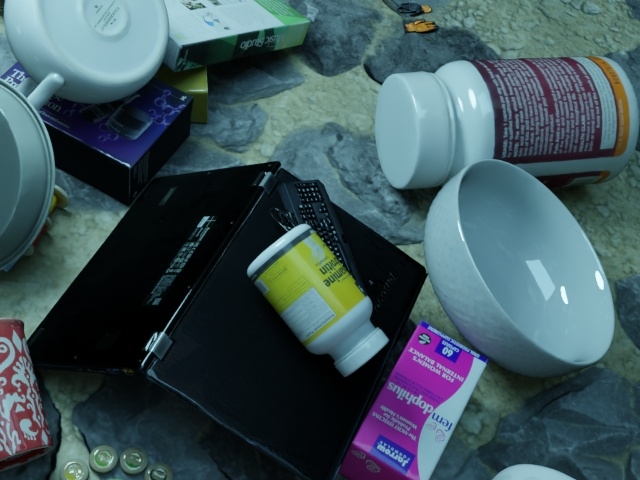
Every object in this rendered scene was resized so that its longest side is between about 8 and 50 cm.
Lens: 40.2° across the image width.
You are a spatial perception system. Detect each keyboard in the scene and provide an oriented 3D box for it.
[{"bbox_3d":[0.000,0.000,1.187,0.100,0.038,0.192,-11,69,-32],"label":"keyboard"}]

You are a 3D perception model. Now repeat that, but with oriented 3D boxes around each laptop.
[{"bbox_3d":[-0.130,0.101,1.224,0.408,0.236,0.382,-3,42,36],"label":"laptop"}]

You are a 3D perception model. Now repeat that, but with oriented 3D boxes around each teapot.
[{"bbox_3d":[-0.364,-0.306,1.293,0.256,0.187,0.252,-16,94,-42],"label":"teapot"}]

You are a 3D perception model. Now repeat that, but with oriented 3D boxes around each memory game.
[{"bbox_3d":[-0.261,0.344,1.096,0.186,0.012,0.186,7,55,-10],"label":"memory game"}]

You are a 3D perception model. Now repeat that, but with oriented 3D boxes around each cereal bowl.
[{"bbox_3d":[0.277,0.054,1.311,0.339,0.141,0.338,23,49,-30],"label":"cereal bowl"}]

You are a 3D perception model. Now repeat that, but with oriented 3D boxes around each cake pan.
[{"bbox_3d":[-0.506,-0.091,1.195,0.293,0.054,0.293,0,91,14],"label":"cake pan"}]

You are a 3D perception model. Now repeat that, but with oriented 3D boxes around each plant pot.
[{"bbox_3d":[-0.232,-0.251,1.469,0.083,0.081,0.081,-3,57,-8],"label":"plant pot"}]

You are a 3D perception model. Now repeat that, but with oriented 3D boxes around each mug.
[{"bbox_3d":[-0.415,0.205,1.106,0.113,0.150,0.169,-5,65,-49],"label":"mug"}]

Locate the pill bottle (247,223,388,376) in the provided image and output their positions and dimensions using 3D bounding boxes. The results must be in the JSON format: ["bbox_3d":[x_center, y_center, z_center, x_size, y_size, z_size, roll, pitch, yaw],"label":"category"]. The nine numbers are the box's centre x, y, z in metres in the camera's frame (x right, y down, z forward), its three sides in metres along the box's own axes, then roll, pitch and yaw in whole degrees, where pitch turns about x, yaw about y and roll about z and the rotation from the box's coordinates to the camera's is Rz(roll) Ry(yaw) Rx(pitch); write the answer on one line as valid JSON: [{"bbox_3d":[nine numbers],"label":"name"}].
[{"bbox_3d":[0.000,0.077,1.103,0.103,0.103,0.184,-38,87,-31],"label":"pill bottle"}]

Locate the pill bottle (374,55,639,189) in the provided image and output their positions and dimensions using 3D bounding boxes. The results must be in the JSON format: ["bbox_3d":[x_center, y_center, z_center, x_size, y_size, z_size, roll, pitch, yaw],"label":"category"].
[{"bbox_3d":[0.305,-0.192,1.468,0.392,0.224,0.224,-5,58,-17],"label":"pill bottle"}]

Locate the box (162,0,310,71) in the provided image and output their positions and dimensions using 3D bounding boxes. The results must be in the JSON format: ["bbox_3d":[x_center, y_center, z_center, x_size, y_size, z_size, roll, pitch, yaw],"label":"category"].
[{"bbox_3d":[-0.205,-0.400,1.525,0.232,0.058,0.322,41,41,22],"label":"box"}]

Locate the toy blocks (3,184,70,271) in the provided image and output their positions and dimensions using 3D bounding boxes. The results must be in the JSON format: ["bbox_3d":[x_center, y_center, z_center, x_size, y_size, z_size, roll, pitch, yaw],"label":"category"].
[{"bbox_3d":[-0.458,-0.032,1.278,0.123,0.054,0.148,25,55,3],"label":"toy blocks"}]

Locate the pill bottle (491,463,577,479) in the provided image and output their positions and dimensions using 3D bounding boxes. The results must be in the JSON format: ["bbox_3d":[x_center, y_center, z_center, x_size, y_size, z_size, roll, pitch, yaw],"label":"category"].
[{"bbox_3d":[0.177,0.464,0.986,0.408,0.229,0.229,-36,71,-30],"label":"pill bottle"}]

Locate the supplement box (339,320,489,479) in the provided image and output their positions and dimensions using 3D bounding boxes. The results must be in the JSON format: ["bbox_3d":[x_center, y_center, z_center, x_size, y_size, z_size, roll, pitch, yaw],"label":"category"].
[{"bbox_3d":[0.126,0.239,1.200,0.111,0.114,0.220,30,57,7],"label":"supplement box"}]

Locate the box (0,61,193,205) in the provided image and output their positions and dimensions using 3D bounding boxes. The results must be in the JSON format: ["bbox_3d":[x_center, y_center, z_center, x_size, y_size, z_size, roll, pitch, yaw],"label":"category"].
[{"bbox_3d":[-0.363,-0.202,1.390,0.261,0.103,0.184,28,52,6],"label":"box"}]

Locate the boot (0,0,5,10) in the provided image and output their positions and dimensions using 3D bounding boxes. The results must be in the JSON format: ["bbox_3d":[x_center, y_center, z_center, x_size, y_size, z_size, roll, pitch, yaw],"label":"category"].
[{"bbox_3d":[-0.461,-0.377,1.485,0.209,0.189,0.076,13,54,28],"label":"boot"}]

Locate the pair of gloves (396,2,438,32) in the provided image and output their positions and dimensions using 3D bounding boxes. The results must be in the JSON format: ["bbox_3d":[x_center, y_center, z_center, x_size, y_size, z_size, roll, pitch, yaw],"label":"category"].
[{"bbox_3d":[0.194,-0.445,1.742,0.074,0.010,0.083,-6,57,-17],"label":"pair of gloves"}]
